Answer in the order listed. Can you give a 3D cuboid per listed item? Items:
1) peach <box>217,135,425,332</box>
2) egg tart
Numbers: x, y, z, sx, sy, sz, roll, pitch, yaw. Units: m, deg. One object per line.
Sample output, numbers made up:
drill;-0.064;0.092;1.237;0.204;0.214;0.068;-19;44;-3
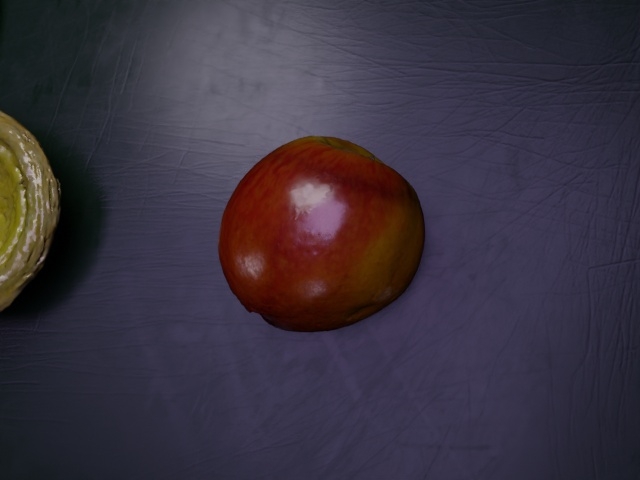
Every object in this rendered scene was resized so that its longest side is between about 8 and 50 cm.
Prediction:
peach;0.000;0.000;1.188;0.281;0.238;0.281;0;103;2
egg tart;-0.531;-0.035;1.302;0.345;0.132;0.345;0;86;6
